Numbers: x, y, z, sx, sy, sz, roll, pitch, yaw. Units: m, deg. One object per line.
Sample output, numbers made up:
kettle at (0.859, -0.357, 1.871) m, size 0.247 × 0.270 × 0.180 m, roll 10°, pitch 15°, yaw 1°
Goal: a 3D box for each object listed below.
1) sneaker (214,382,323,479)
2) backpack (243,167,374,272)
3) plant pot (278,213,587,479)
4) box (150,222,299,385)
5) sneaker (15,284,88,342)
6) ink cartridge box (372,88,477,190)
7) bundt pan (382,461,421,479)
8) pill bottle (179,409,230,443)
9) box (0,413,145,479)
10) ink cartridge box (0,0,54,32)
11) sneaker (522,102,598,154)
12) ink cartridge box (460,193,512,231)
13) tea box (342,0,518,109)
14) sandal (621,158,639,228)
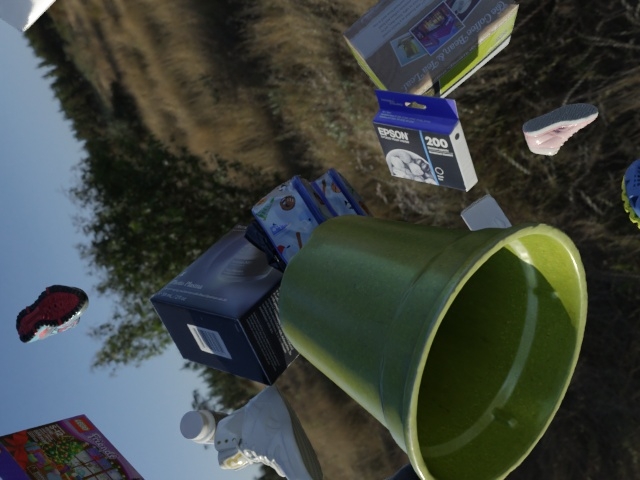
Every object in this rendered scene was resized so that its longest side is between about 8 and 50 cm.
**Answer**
sneaker at (-0.107, 0.404, 1.374) m, size 0.108 × 0.169 × 0.292 m, roll 59°, pitch 176°, yaw -26°
backpack at (0.000, 0.000, 1.282) m, size 0.276 × 0.213 × 0.263 m, roll 49°, pitch -169°, yaw 9°
plant pot at (0.099, 0.086, 0.784) m, size 0.253 × 0.276 × 0.276 m, roll 22°, pitch 138°, yaw 46°
box at (-0.143, 0.118, 1.543) m, size 0.296 × 0.294 × 0.183 m, roll 6°, pitch 128°, yaw 42°
sneaker at (-0.654, 0.175, 1.837) m, size 0.125 × 0.261 × 0.104 m, roll -6°, pitch -105°, yaw -55°
ink cartridge box at (0.207, -0.206, 1.501) m, size 0.206 × 0.045 × 0.208 m, roll 18°, pitch 144°, yaw 42°
bundt pan at (0.164, 0.532, 1.210) m, size 0.124 × 0.331 × 0.331 m, roll 43°, pitch 173°, yaw -12°
pill bottle at (-0.267, 0.442, 1.724) m, size 0.078 × 0.078 × 0.137 m, roll 60°, pitch -167°, yaw 28°
box at (-0.428, 0.444, 1.310) m, size 0.293 × 0.057 × 0.201 m, roll 36°, pitch -163°, yaw 25°
ink cartridge box at (-0.473, -0.529, 1.248) m, size 0.117 × 0.283 × 0.207 m, roll 34°, pitch -153°, yaw -45°
sneaker at (0.439, -0.200, 1.330) m, size 0.051 × 0.134 × 0.070 m, roll -98°, pitch -13°, yaw -49°
ink cartridge box at (0.385, -0.028, 1.644) m, size 0.140 × 0.082 × 0.190 m, roll 57°, pitch -168°, yaw 4°
tea box at (0.262, -0.477, 1.721) m, size 0.220 × 0.329 × 0.323 m, roll 51°, pitch -172°, yaw 5°
sandal at (0.649, -0.027, 1.259) m, size 0.317 × 0.126 × 0.138 m, roll 60°, pitch 168°, yaw 26°
